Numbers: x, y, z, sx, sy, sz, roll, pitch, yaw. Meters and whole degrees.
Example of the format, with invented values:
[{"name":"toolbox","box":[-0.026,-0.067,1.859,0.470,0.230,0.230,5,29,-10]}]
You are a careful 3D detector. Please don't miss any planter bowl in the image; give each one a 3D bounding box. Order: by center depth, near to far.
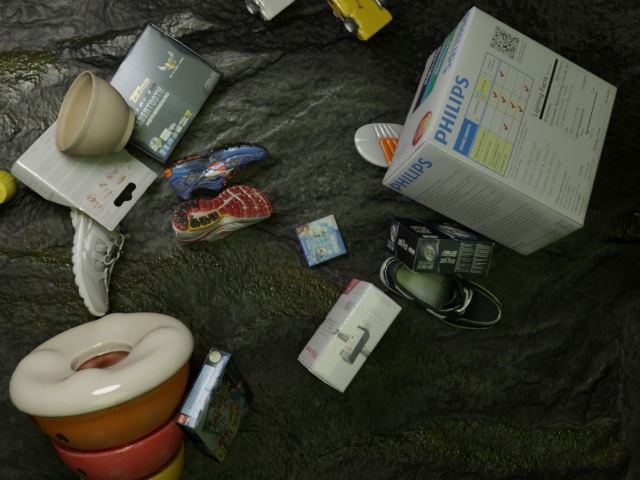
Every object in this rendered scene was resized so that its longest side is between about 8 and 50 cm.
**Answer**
[{"name":"planter bowl","box":[-0.430,-0.232,1.617,0.109,0.162,0.162,20,87,-36]}]

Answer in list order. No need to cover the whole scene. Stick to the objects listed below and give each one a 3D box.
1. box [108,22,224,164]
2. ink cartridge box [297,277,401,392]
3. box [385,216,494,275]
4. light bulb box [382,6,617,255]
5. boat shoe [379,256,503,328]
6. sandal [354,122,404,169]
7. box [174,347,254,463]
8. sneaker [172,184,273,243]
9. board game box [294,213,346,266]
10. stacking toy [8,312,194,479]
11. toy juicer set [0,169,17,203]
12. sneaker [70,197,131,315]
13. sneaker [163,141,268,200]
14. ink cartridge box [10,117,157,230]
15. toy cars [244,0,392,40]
[{"name":"box","box":[-0.338,-0.301,1.726,0.183,0.059,0.232,34,85,-9]},{"name":"ink cartridge box","box":[0.058,0.197,1.762,0.092,0.158,0.218,38,85,-10]},{"name":"box","box":[0.252,0.011,1.780,0.180,0.147,0.077,4,108,-21]},{"name":"light bulb box","box":[0.372,-0.218,1.729,0.361,0.225,0.358,26,65,-10]},{"name":"boat shoe","box":[0.276,0.123,1.836,0.303,0.091,0.114,19,88,-10]},{"name":"sandal","box":[0.189,-0.195,1.821,0.265,0.076,0.102,-2,74,-24]},{"name":"box","box":[-0.206,0.334,1.662,0.044,0.233,0.159,16,63,17]},{"name":"sneaker","box":[-0.206,-0.051,1.752,0.225,0.092,0.088,-12,60,-24]},{"name":"board game box","box":[0.000,0.000,1.817,0.090,0.020,0.090,-21,95,-11]},{"name":"stacking toy","box":[-0.374,0.412,1.643,0.351,0.350,0.479,-15,109,-10]},{"name":"toy juicer set","box":[-0.781,-0.152,1.637,0.209,0.089,0.329,-40,106,5]},{"name":"sneaker","box":[-0.441,0.013,1.689,0.115,0.105,0.281,-4,91,-10]},{"name":"sneaker","box":[-0.213,-0.149,1.753,0.221,0.083,0.087,-18,108,-5]},{"name":"ink cartridge box","box":[-0.468,-0.135,1.667,0.225,0.056,0.181,39,52,-11]},{"name":"toy cars","box":[-0.040,-0.529,1.770,0.394,0.087,0.176,10,84,-8]}]
